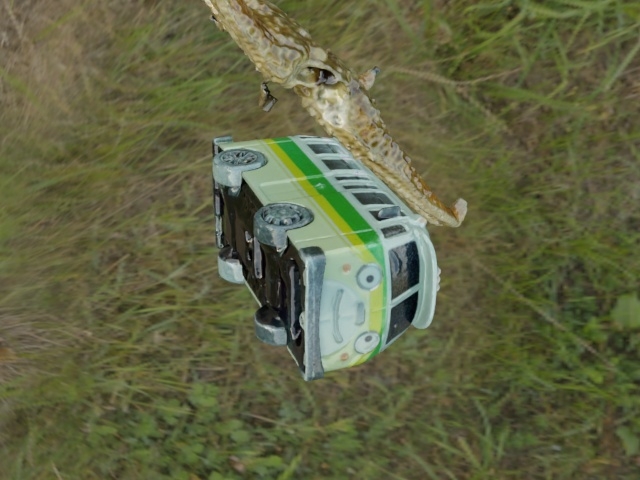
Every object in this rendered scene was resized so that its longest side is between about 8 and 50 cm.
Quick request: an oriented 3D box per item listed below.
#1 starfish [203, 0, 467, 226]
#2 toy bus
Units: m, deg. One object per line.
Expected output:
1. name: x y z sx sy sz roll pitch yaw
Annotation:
1. starfish: -0.011 -0.097 0.636 0.050 0.138 0.247 -36 130 11
2. toy bus: 0.000 0.000 1.109 0.165 0.276 0.133 -10 120 -19
